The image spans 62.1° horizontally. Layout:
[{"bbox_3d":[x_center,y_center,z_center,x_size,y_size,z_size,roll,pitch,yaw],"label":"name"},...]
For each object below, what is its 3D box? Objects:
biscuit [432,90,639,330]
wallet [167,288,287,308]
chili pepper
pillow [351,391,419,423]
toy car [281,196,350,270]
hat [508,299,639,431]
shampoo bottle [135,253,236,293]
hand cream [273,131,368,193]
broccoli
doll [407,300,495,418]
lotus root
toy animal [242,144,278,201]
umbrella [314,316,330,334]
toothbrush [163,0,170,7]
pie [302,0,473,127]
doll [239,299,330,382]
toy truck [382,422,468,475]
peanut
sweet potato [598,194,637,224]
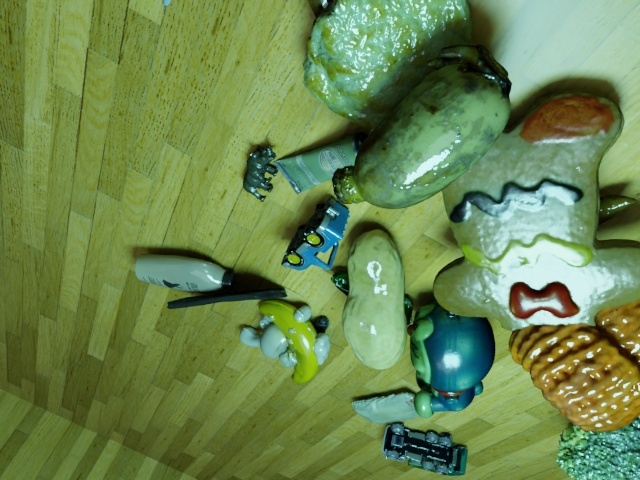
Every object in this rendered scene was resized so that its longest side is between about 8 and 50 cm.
[{"bbox_3d":[0.348,-0.032,0.876,0.368,0.076,0.394,-5,106,26],"label":"biscuit"},{"bbox_3d":[-0.236,0.146,1.352,0.285,0.030,0.146,-8,173,26],"label":"wallet"},{"bbox_3d":[0.117,0.137,1.243,0.216,0.062,0.108,32,135,-8],"label":"chili pepper"},{"bbox_3d":[0.206,0.491,1.560,0.229,0.051,0.128,-26,126,39],"label":"pillow"},{"bbox_3d":[0.000,0.000,1.127,0.100,0.097,0.191,33,135,-13],"label":"toy car"},{"bbox_3d":[0.556,0.142,0.998,0.285,0.285,0.400,30,104,-8],"label":"hat"},{"bbox_3d":[-0.339,0.086,1.353,0.257,0.078,0.127,5,142,11],"label":"shampoo bottle"},{"bbox_3d":[0.011,-0.148,1.016,0.235,0.055,0.086,-15,121,42],"label":"hand cream"},{"bbox_3d":[0.729,0.477,1.243,0.375,0.302,0.249,-4,114,-12],"label":"broccoli"},{"bbox_3d":[0.292,0.258,1.193,0.186,0.198,0.322,0,133,13],"label":"doll"},{"bbox_3d":[0.150,-0.146,0.802,0.173,0.173,0.309,40,121,-18],"label":"lotus root"},{"bbox_3d":[-0.122,-0.142,1.072,0.065,0.047,0.136,33,142,4],"label":"toy animal"},{"bbox_3d":[-0.007,0.247,1.415,0.036,0.031,0.133,-12,143,-28],"label":"umbrella"},{"bbox_3d":[-0.224,-0.449,0.834,0.013,0.019,0.193,29,137,-9],"label":"toothbrush"},{"bbox_3d":[0.098,-0.292,0.805,0.257,0.105,0.274,4,136,3],"label":"pie"},{"bbox_3d":[-0.090,0.260,1.404,0.237,0.111,0.252,41,133,8],"label":"doll"},{"bbox_3d":[0.319,0.650,1.633,0.253,0.114,0.124,10,146,12],"label":"toy truck"},{"bbox_3d":[0.114,0.134,1.128,0.147,0.147,0.319,3,109,18],"label":"peanut"},{"bbox_3d":[0.444,-0.015,0.966,0.067,0.067,0.274,33,138,-12],"label":"sweet potato"}]
